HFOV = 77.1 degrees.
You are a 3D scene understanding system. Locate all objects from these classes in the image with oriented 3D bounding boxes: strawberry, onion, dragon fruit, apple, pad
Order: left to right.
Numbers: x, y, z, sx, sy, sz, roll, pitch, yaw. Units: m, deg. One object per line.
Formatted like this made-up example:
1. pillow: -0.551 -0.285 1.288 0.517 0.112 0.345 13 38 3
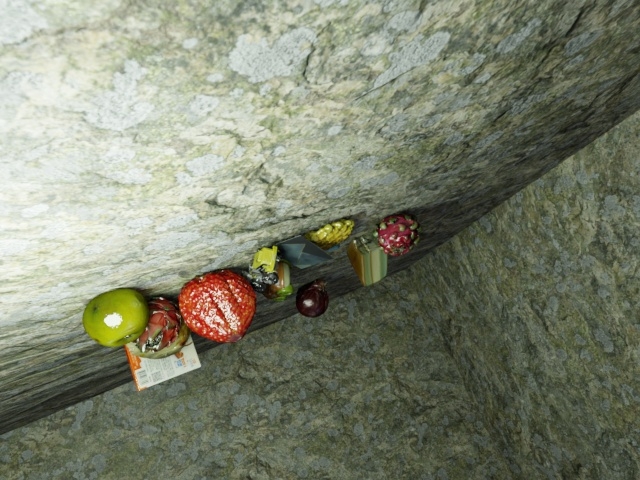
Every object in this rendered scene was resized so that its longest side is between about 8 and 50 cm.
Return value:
1. apple: -0.627 0.239 1.246 0.196 0.157 0.196 -31 165 -10
2. dragon fruit: -0.574 0.298 1.409 0.182 0.182 0.189 92 22 -74
3. strawberry: -0.365 0.245 1.438 0.238 0.288 0.250 1 132 -40
4. pad: -0.075 0.050 1.552 0.163 0.004 0.243 -19 148 26
5. onion: -0.056 0.386 2.619 0.221 0.281 0.281 21 159 -1
6. dragon fruit: 0.369 -0.034 1.841 0.272 0.198 0.218 -16 155 -33

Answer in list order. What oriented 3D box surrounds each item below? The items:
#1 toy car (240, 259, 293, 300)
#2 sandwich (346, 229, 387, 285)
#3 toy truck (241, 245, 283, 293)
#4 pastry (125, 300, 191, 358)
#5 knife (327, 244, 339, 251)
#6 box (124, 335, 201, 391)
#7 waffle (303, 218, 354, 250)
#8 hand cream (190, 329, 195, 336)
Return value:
1. toy car: -0.241 0.176 1.756 0.235 0.145 0.235 -5 158 -2
2. sandwich: 0.251 0.089 2.012 0.155 0.227 0.198 -22 166 -15
3. toy truck: -0.228 0.112 1.517 0.111 0.136 0.286 20 149 -20
4. pastry: -0.620 0.368 1.573 0.237 0.170 0.256 -47 135 15
5. knife: -0.024 0.053 1.806 0.244 0.032 0.058 -18 -158 -18
6. box: -0.678 0.459 1.708 0.265 0.273 0.048 -12 161 -39
7. waffle: 0.002 0.003 1.637 0.307 0.060 0.312 -24 166 -12
8. hand cream: -0.774 0.555 2.315 0.111 0.070 0.312 -7 154 -43
